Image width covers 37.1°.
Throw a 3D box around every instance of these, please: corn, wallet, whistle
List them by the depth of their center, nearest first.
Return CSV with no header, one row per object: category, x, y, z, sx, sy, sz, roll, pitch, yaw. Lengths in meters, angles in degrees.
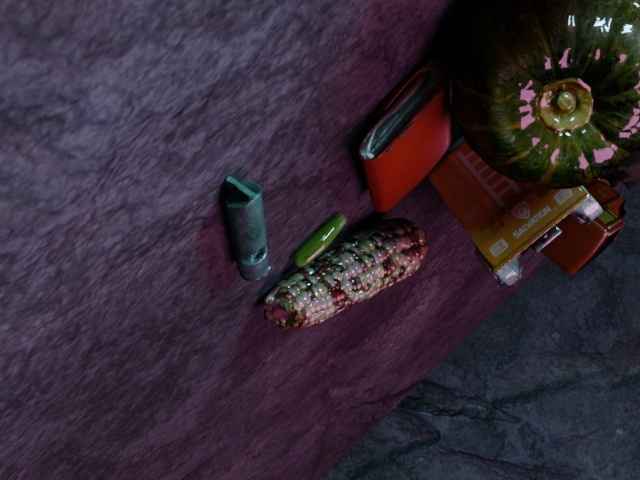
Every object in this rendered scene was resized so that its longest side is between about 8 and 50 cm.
whistle,-0.073,-0.010,0.964,0.039,0.039,0.186,-42,162,-18
wallet,0.102,-0.118,1.134,0.142,0.045,0.204,-49,164,-6
corn,0.040,0.047,1.273,0.281,0.092,0.092,-30,156,-42

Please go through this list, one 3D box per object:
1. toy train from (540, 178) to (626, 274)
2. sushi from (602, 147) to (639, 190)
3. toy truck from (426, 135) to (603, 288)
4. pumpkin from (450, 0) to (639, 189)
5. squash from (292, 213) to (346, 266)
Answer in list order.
toy train,0.454,-0.068,1.778,0.369,0.231,0.163,-20,151,-55
sushi,0.454,-0.258,1.272,0.294,0.281,0.299,-39,169,-8
toy truck,0.272,-0.066,1.385,0.173,0.207,0.387,-41,172,10
pumpkin,0.263,-0.187,1.073,0.260,0.260,0.189,-56,-162,25
squash,0.000,0.000,1.186,0.089,0.027,0.027,-46,163,-11
